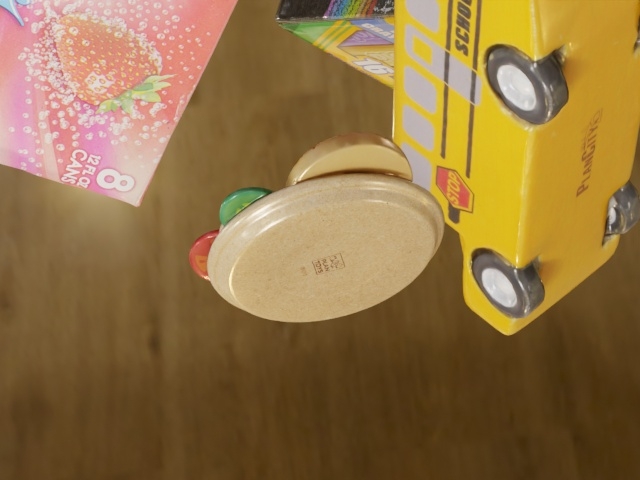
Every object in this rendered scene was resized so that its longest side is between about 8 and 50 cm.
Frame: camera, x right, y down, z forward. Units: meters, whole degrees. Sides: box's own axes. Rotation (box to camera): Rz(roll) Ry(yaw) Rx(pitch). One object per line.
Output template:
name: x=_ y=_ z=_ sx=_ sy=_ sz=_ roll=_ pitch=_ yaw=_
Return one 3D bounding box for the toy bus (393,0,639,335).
toy bus: x=0.114 y=-0.093 z=1.064 sx=0.108 sy=0.333 sz=0.130 roll=-38 pitch=-120 yaw=-24

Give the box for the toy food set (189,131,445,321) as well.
toy food set: x=0.000 y=0.000 z=0.612 sx=0.082 sy=0.083 sz=0.020 roll=-25 pitch=-123 yaw=15

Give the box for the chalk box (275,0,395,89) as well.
chalk box: x=0.140 y=-0.214 z=1.398 sx=0.289 sy=0.179 sz=0.180 roll=7 pitch=-103 yaw=49

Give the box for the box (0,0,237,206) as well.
box: x=-0.077 y=-0.176 z=0.653 sx=0.154 sy=0.300 sz=0.142 roll=18 pitch=-140 yaw=-16
